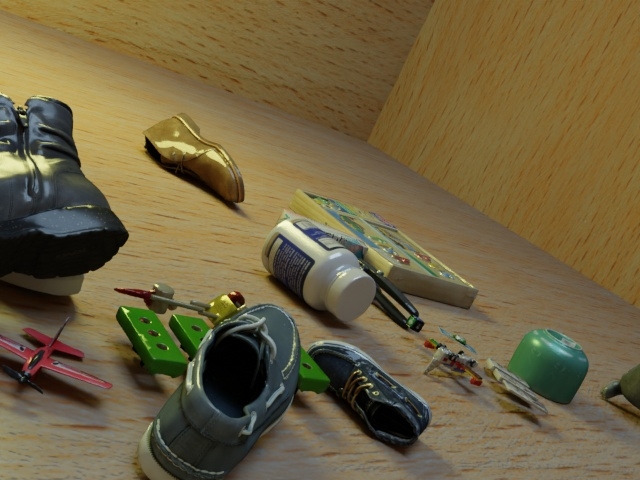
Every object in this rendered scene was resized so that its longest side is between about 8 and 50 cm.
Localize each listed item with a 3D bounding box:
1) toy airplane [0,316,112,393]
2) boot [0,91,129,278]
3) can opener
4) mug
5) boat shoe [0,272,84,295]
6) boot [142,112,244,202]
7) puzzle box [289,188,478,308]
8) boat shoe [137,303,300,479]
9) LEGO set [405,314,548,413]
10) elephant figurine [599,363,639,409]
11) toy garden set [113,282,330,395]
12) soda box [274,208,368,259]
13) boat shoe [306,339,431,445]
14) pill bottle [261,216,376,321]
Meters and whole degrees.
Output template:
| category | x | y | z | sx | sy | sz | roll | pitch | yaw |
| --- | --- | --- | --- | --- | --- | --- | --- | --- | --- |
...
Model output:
| category | x | y | z | sx | sy | sz | roll | pitch | yaw |
| --- | --- | --- | --- | --- | --- | --- | --- | --- | --- |
| toy airplane | -0.273 | 0.110 | 0.866 | 0.151 | 0.028 | 0.151 | 26 | 12 | -6 |
| boot | -0.384 | -0.062 | 0.932 | 0.338 | 0.118 | 0.223 | -1 | 54 | -54 |
| can opener | 0.114 | 0.092 | 1.613 | 0.073 | 0.059 | 0.186 | 14 | 17 | -44 |
| mug | 0.415 | 0.215 | 1.618 | 0.129 | 0.097 | 0.158 | 18 | 15 | -30 |
| boat shoe | -0.393 | -0.043 | 1.065 | 0.306 | 0.105 | 0.113 | 33 | 14 | 28 |
| boot | -0.270 | -0.160 | 1.863 | 0.115 | 0.112 | 0.305 | -22 | 46 | -32 |
| puzzle box | 0.136 | 0.015 | 1.982 | 0.272 | 0.052 | 0.409 | 16 | 16 | -39 |
| boat shoe | -0.073 | 0.132 | 0.888 | 0.116 | 0.099 | 0.319 | 36 | 24 | 2 |
| LEGO set | 0.247 | 0.213 | 1.471 | 0.244 | 0.060 | 0.182 | 32 | 7 | -5 |
| elephant figurine | 0.697 | 0.319 | 1.662 | 0.169 | 0.186 | 0.239 | -23 | 70 | -28 |
| toy garden set | -0.138 | 0.119 | 1.059 | 0.244 | 0.049 | 0.204 | 15 | 19 | -38 |
| soda box | 0.000 | 0.000 | 1.761 | 0.183 | 0.058 | 0.063 | 20 | 14 | -20 |
| boat shoe | 0.054 | 0.187 | 1.106 | 0.183 | 0.065 | 0.083 | 30 | 12 | 12 |
| pill bottle | -0.001 | 0.049 | 1.443 | 0.112 | 0.112 | 0.186 | 12 | 19 | -47 |
